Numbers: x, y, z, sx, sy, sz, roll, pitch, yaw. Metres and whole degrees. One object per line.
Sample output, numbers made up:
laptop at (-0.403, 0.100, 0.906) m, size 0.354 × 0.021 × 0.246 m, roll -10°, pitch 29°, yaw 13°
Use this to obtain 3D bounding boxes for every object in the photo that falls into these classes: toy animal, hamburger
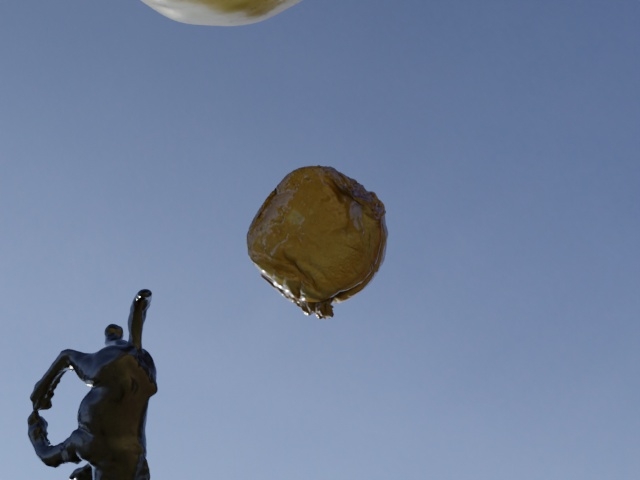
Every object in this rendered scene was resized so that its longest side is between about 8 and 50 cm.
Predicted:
toy animal at (-0.187, 0.158, 1.136) m, size 0.085 × 0.148 × 0.232 m, roll 21°, pitch -102°, yaw -44°
hamburger at (0.000, 0.000, 1.338) m, size 0.147 × 0.138 × 0.083 m, roll -57°, pitch -22°, yaw -2°

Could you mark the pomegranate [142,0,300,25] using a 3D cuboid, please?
pomegranate at (-0.085, -0.356, 1.179) m, size 0.319 × 0.319 × 0.319 m, roll -8°, pitch -57°, yaw -13°
